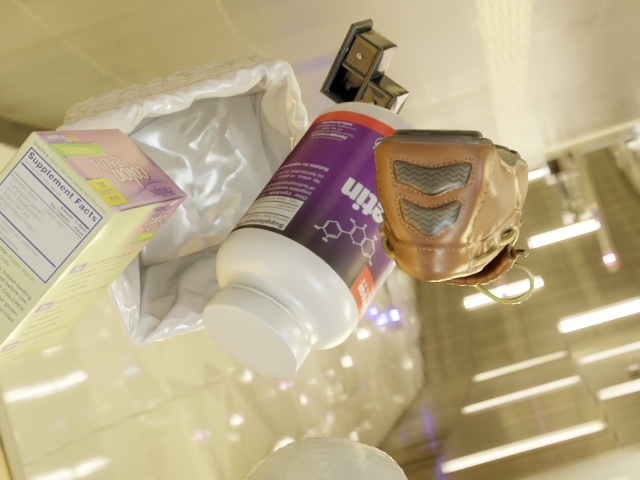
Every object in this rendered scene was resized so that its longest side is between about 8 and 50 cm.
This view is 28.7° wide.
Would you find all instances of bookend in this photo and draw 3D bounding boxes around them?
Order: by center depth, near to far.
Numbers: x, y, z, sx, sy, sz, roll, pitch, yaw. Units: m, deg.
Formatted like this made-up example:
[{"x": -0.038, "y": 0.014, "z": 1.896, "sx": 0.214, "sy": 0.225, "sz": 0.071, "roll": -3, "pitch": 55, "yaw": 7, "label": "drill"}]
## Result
[{"x": 0.104, "y": -0.308, "z": 2.360, "sx": 0.072, "sy": 0.157, "sz": 0.156, "roll": -29, "pitch": 152, "yaw": -53, "label": "bookend"}]

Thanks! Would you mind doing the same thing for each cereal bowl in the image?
[{"x": -0.043, "y": 0.382, "z": 1.465, "sx": 0.141, "sy": 0.339, "sz": 0.339, "roll": 27, "pitch": 154, "yaw": -26, "label": "cereal bowl"}]

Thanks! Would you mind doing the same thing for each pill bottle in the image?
[{"x": 0.000, "y": 0.000, "z": 1.462, "sx": 0.181, "sy": 0.181, "sz": 0.323, "roll": -21, "pitch": -151, "yaw": 54, "label": "pill bottle"}]

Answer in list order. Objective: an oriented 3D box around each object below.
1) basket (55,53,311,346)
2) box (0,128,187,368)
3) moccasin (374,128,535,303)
[{"x": -0.170, "y": -0.077, "z": 1.776, "sx": 0.331, "sy": 0.328, "sz": 0.266, "roll": -18, "pitch": -162, "yaw": -5, "label": "basket"}, {"x": -0.290, "y": 0.008, "z": 1.323, "sx": 0.243, "sy": 0.117, "sz": 0.213, "roll": -47, "pitch": 174, "yaw": 14, "label": "box"}, {"x": 0.123, "y": -0.016, "z": 1.108, "sx": 0.139, "sy": 0.147, "sz": 0.380, "roll": 2, "pitch": -178, "yaw": 6, "label": "moccasin"}]
